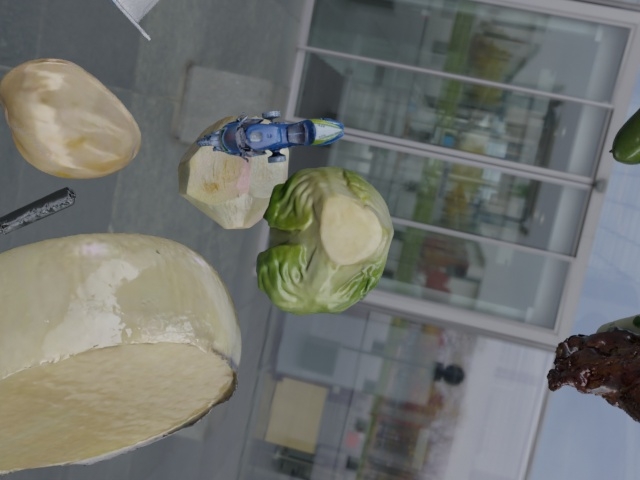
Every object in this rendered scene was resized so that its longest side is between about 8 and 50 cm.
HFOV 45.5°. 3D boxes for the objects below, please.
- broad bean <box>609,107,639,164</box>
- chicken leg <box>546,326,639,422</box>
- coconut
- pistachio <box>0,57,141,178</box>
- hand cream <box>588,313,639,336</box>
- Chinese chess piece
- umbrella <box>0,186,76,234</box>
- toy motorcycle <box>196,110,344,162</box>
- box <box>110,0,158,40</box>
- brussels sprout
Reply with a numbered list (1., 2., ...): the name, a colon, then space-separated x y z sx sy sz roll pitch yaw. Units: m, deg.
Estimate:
1. broad bean: 0.281 -0.137 0.437 0.144 0.049 0.292 -32 170 -17
2. chicken leg: 0.242 0.116 0.601 0.205 0.093 0.053 -153 -133 -78
3. coconut: -0.174 -0.134 1.558 0.197 0.236 0.237 17 86 -80
4. pistachio: -0.528 -0.252 1.592 0.308 0.229 0.230 22 79 -43
5. hand cream: 0.365 0.087 0.724 0.276 0.059 0.095 -30 -140 53
6. Chinese chess piece: -0.185 0.094 0.598 0.250 0.249 0.103 87 -16 -62
7. umbrella: -0.439 -0.045 1.170 0.031 0.133 0.036 63 -7 9
8. toy motorcycle: -0.089 -0.181 1.325 0.135 0.254 0.092 -143 -132 -81
9. box: -0.314 -0.506 1.227 0.206 0.262 0.291 -43 158 -1
10. brussels sprout: 0.002 0.002 1.352 0.294 0.227 0.260 154 -57 -67
